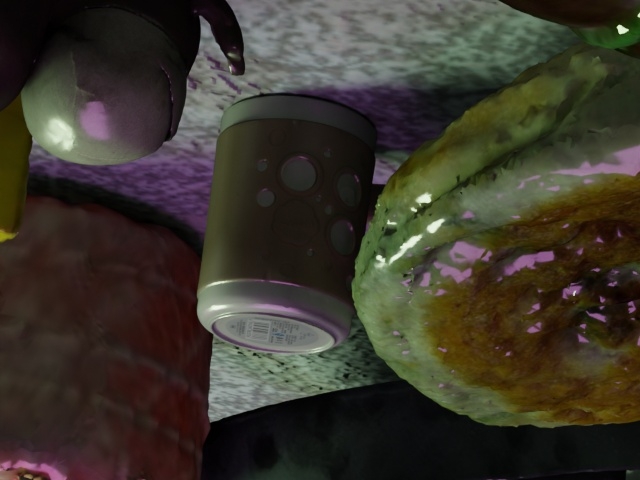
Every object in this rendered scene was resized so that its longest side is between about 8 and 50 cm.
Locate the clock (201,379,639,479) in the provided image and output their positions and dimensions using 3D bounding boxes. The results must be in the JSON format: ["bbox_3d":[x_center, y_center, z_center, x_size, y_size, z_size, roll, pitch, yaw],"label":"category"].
[{"bbox_3d":[0.068,0.135,1.141,0.319,0.066,0.319,-6,167,-1],"label":"clock"}]

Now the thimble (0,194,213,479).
[{"bbox_3d":[-0.169,0.074,1.035,0.239,0.162,0.239,4,162,1],"label":"thimble"}]

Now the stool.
[{"bbox_3d":[-0.133,-0.074,0.678,0.217,0.121,0.125,22,155,-22],"label":"stool"}]

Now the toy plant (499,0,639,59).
[{"bbox_3d":[0.125,-0.093,0.575,0.162,0.092,0.093,12,160,-21],"label":"toy plant"}]

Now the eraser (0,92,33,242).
[{"bbox_3d":[-0.176,-0.057,0.765,0.122,0.097,0.045,20,154,-31],"label":"eraser"}]

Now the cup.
[{"bbox_3d":[-0.007,0.000,0.859,0.074,0.099,0.102,-8,155,37],"label":"cup"}]

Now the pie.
[{"bbox_3d":[0.156,0.003,0.805,0.303,0.066,0.302,-6,152,-3],"label":"pie"}]
